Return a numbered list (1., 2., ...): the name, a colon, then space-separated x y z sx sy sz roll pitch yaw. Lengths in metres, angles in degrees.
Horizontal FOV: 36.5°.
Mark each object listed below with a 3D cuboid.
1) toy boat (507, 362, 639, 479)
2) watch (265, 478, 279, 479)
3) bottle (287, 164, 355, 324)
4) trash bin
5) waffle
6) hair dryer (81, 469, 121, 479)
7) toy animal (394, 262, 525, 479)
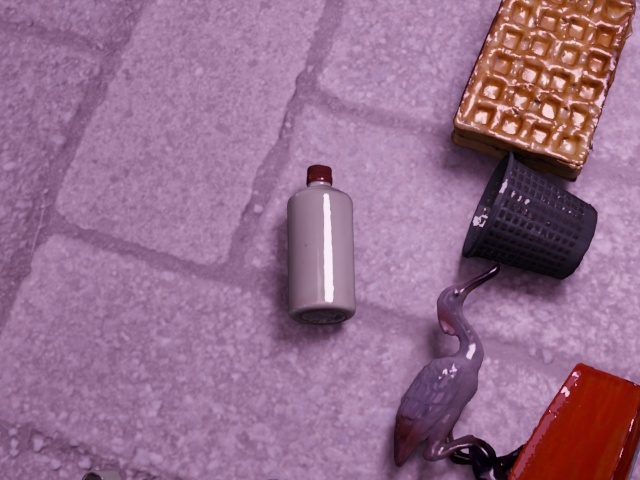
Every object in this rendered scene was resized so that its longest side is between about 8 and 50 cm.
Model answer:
1. toy boat: 0.334 0.336 1.307 0.145 0.133 0.332 21 69 34
2. watch: -0.071 0.445 1.297 0.211 0.211 0.193 -38 89 -10
3. bottle: 0.000 0.000 1.486 0.104 0.104 0.245 -3 69 3
4. trash bin: 0.317 -0.024 1.448 0.161 0.175 0.175 24 72 -1
5. waffle: 0.351 -0.263 1.509 0.212 0.091 0.308 20 76 9
6. hair dryer: -0.352 0.372 1.399 0.124 0.063 0.038 -32 71 6
7. toy animal: 0.188 0.206 1.398 0.195 0.090 0.324 -7 79 -4
